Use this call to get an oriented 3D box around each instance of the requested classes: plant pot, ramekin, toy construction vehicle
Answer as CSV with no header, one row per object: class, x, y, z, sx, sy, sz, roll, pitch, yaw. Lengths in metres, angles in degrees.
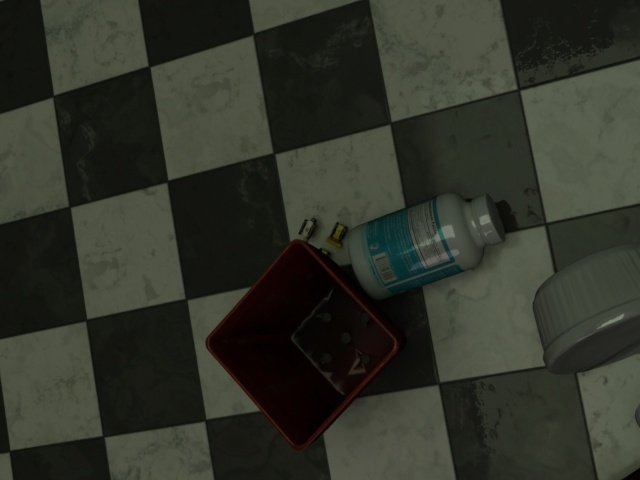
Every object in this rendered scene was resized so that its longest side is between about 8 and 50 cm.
plant pot,0.006,0.184,1.869,0.267,0.235,0.267,46,105,18
ramekin,0.473,0.108,1.673,0.273,0.273,0.127,-28,65,19
toy construction vehicle,0.000,0.000,1.993,0.086,0.035,0.098,25,100,10

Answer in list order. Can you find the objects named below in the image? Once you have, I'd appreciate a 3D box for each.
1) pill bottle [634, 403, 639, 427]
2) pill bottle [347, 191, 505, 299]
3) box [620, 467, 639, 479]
pill bottle,0.655,0.393,1.550,0.224,0.224,0.392,-35,54,17
pill bottle,0.193,0.003,1.848,0.264,0.146,0.146,-20,80,20
box,0.581,0.564,1.640,0.143,0.191,0.381,-38,74,17
